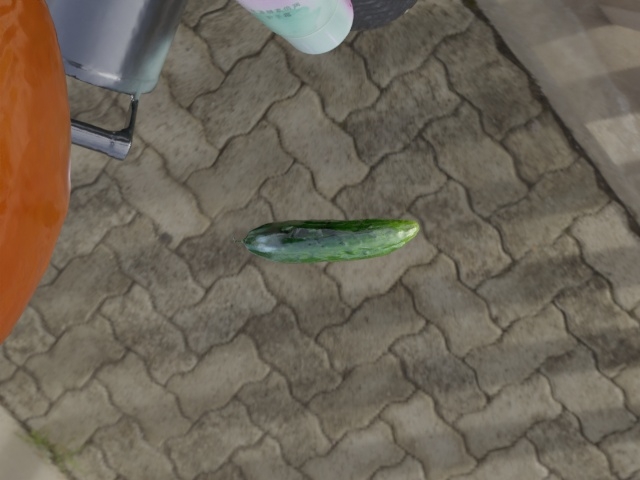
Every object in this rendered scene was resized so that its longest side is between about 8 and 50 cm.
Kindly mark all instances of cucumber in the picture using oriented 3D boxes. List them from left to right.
[{"bbox_3d":[0.000,0.000,0.772,0.168,0.039,0.039,-3,108,16],"label":"cucumber"}]

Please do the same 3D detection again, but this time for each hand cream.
[{"bbox_3d":[-0.034,-0.152,0.491,0.076,0.174,0.047,-2,79,21],"label":"hand cream"}]

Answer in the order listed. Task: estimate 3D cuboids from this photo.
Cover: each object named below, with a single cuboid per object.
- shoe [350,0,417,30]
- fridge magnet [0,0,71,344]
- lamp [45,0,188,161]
[{"bbox_3d":[-0.041,-0.395,0.919,0.384,0.237,0.171,24,144,-37],"label":"shoe"},{"bbox_3d":[-0.268,-0.078,0.442,0.155,0.363,0.363,-7,108,28],"label":"fridge magnet"},{"bbox_3d":[-0.283,-0.337,1.226,0.205,0.374,0.272,17,132,-20],"label":"lamp"}]
